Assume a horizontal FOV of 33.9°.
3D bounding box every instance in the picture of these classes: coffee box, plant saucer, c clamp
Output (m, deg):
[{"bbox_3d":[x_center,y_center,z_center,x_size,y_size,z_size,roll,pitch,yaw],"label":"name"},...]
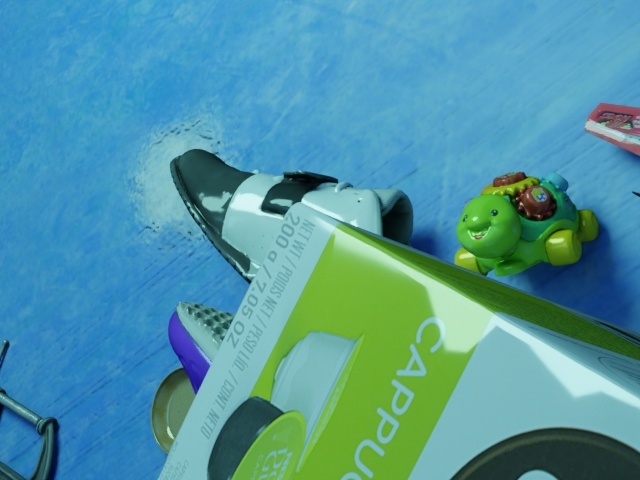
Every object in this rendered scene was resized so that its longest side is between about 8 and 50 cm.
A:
[{"bbox_3d":[0.122,0.224,0.515,0.334,0.338,0.338,32,98,52],"label":"coffee box"},{"bbox_3d":[-0.123,0.158,0.970,0.083,0.015,0.083,-12,69,35],"label":"plant saucer"},{"bbox_3d":[-0.325,0.197,1.112,0.160,0.022,0.137,25,93,40],"label":"c clamp"}]

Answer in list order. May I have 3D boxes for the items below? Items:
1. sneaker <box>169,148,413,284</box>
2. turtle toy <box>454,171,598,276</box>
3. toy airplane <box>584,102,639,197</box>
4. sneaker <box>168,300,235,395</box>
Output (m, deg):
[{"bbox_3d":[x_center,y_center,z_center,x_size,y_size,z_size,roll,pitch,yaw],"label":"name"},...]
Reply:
[{"bbox_3d":[0.000,0.000,0.871,0.146,0.122,0.330,-44,53,-3],"label":"sneaker"},{"bbox_3d":[0.138,-0.012,0.751,0.095,0.130,0.066,-11,102,31],"label":"turtle toy"},{"bbox_3d":[0.264,-0.090,0.733,0.151,0.028,0.151,-11,71,34],"label":"toy airplane"},{"bbox_3d":[-0.062,0.175,0.863,0.293,0.102,0.146,44,106,37],"label":"sneaker"}]
